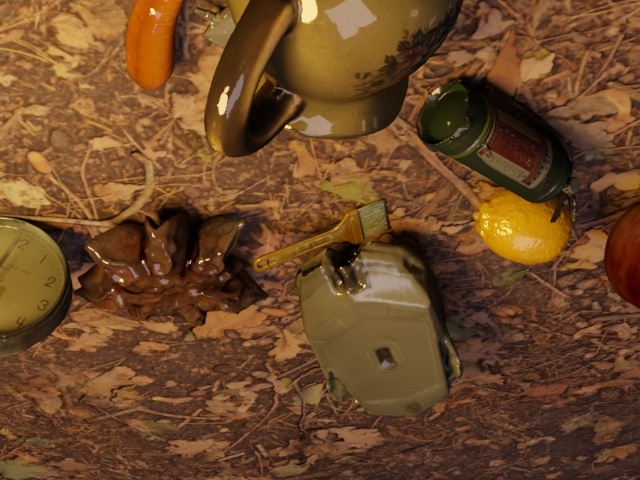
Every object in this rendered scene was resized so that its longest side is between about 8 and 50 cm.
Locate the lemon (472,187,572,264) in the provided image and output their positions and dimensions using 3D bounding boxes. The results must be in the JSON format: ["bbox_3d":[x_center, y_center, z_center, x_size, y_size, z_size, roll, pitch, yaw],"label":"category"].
[{"bbox_3d":[0.295,-0.024,1.596,0.155,0.114,0.114,15,143,-14],"label":"lemon"}]

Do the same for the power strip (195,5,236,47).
[{"bbox_3d":[-0.049,-0.229,1.331,0.252,0.027,0.060,24,139,-34],"label":"power strip"}]

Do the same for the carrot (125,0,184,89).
[{"bbox_3d":[-0.177,-0.266,1.242,0.066,0.062,0.271,33,139,5],"label":"carrot"}]

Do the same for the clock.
[{"bbox_3d":[-0.467,0.061,1.561,0.226,0.226,0.049,3,142,-10],"label":"clock"}]

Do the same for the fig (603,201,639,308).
[{"bbox_3d":[0.542,0.031,1.616,0.214,0.235,0.235,-45,142,-5],"label":"fig"}]

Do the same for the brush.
[{"bbox_3d":[0.000,0.000,1.648,0.218,0.010,0.082,-21,145,-3],"label":"brush"}]

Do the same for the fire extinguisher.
[{"bbox_3d":[0.264,-0.114,1.475,0.294,0.118,0.093,24,172,-35],"label":"fire extinguisher"}]

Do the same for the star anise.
[{"bbox_3d":[-0.213,0.049,1.668,0.315,0.108,0.315,0,146,0],"label":"star anise"}]

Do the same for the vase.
[{"bbox_3d":[-0.010,-0.209,1.113,0.241,0.329,0.302,35,149,11],"label":"vase"}]

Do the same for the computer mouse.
[{"bbox_3d":[0.097,0.132,1.795,0.228,0.145,0.429,-12,137,12],"label":"computer mouse"}]
